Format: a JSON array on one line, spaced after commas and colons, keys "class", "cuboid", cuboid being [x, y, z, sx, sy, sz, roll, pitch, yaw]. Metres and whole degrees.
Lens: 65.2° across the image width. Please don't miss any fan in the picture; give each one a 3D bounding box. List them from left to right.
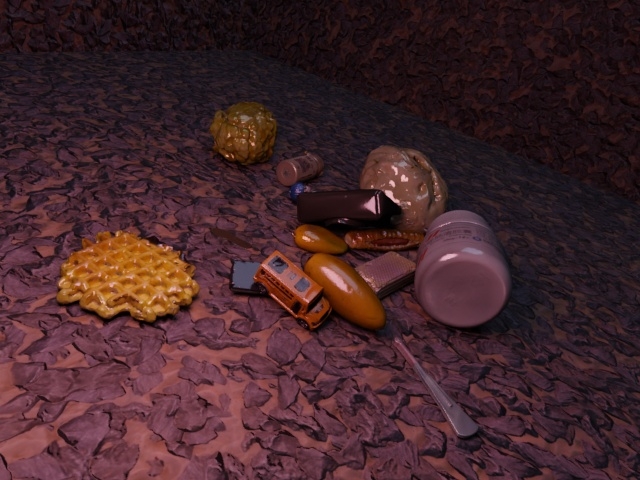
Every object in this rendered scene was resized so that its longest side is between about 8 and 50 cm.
[{"class": "fan", "cuboid": [0.238, 0.315, 1.099, 0.057, 0.023, 0.282, -12, 39, -27]}]

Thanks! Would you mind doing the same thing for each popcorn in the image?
[{"class": "popcorn", "cuboid": [-0.286, -0.408, 1.894, 0.257, 0.224, 0.270, -6, 41, -22]}]

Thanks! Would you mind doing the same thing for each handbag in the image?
[{"class": "handbag", "cuboid": [0.097, -0.096, 1.573, 0.285, 0.113, 0.257, 0, 1, 26]}]

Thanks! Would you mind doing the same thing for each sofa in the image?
[{"class": "sofa", "cuboid": [-0.152, 0.104, 1.246, 0.147, 0.060, 0.085, 7, 54, -15]}]

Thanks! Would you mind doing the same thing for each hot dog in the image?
[{"class": "hot dog", "cuboid": [0.211, -0.007, 1.599, 0.289, 0.068, 0.083, -2, 27, -27]}]

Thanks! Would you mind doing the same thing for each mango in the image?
[{"class": "mango", "cuboid": [0.000, 0.000, 1.490, 0.187, 0.066, 0.101, 17, 29, -14]}, {"class": "mango", "cuboid": [0.063, 0.127, 1.235, 0.253, 0.138, 0.113, 41, 76, 18]}]

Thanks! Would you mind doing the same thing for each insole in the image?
[{"class": "insole", "cuboid": [-0.255, -0.008, 1.432, 0.135, 0.002, 0.045, 26, 31, 17]}]

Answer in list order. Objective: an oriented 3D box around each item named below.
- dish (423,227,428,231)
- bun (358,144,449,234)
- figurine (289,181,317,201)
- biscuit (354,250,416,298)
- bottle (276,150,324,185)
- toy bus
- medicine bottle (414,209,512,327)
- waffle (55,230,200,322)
[{"class": "dish", "cuboid": [0.447, 0.025, 1.628, 0.236, 0.086, 0.228, 7, 13, -19]}, {"class": "bun", "cuboid": [0.309, -0.187, 1.773, 0.326, 0.234, 0.362, 5, 47, -28]}, {"class": "figurine", "cuboid": [-0.043, -0.151, 1.735, 0.136, 0.077, 0.079, 33, 65, 0]}, {"class": "biscuit", "cuboid": [0.175, 0.097, 1.406, 0.108, 0.062, 0.239, 32, 32, 30]}, {"class": "bottle", "cuboid": [-0.070, -0.276, 1.885, 0.209, 0.097, 0.110, -28, 89, -52]}, {"class": "toy bus", "cuboid": [-0.060, 0.117, 1.175, 0.194, 0.088, 0.083, 39, 52, 9]}, {"class": "medicine bottle", "cuboid": [0.385, 0.065, 1.375, 0.245, 0.245, 0.306, 18, 28, 4]}, {"class": "waffle", "cuboid": [-0.428, 0.075, 1.147, 0.312, 0.060, 0.307, 12, 31, -6]}]
